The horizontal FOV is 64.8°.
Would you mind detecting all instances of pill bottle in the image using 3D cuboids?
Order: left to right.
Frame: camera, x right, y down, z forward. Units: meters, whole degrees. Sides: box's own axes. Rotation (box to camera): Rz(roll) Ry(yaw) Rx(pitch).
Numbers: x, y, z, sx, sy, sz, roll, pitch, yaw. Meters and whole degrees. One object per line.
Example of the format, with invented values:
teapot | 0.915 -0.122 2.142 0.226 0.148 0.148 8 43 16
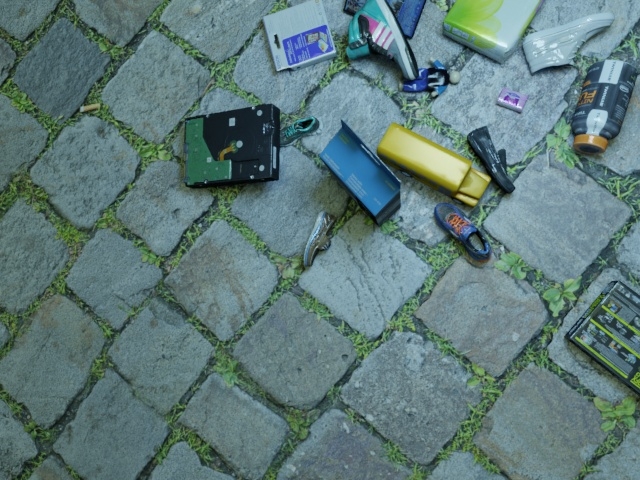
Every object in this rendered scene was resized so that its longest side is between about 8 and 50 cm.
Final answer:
pill bottle | 0.803 -0.375 1.444 0.130 0.130 0.246 18 87 11

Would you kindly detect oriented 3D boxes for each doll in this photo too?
doll | 0.343 -0.512 1.582 0.188 0.046 0.129 2 85 10

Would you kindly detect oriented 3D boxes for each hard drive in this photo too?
hard drive | -0.288 -0.296 1.620 0.338 0.064 0.237 -3 83 23

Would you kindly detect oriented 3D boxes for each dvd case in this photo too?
dvd case | 0.208 -0.772 1.593 0.253 0.022 0.180 27 128 11

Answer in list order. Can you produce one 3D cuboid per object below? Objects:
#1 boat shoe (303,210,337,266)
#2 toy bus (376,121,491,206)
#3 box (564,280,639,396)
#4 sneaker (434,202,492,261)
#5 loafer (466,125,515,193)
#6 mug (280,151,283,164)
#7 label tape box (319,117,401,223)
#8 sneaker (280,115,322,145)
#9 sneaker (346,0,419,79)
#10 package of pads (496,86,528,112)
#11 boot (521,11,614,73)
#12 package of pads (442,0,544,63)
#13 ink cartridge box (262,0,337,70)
boat shoe | 0.000 0.000 1.574 0.066 0.066 0.183 18 87 10
toy bus | 0.338 -0.224 1.508 0.332 0.130 0.108 30 90 12
box | 0.864 0.276 1.399 0.270 0.060 0.216 39 92 12
sneaker | 0.428 -0.033 1.494 0.221 0.087 0.083 44 92 11
loafer | 0.522 -0.243 1.506 0.078 0.076 0.223 -31 76 13
mug | -0.158 -0.264 1.632 0.062 0.064 0.078 8 86 10
label tape box | 0.115 -0.179 1.438 0.106 0.333 0.241 -42 79 3
sneaker | -0.078 -0.359 1.622 0.166 0.076 0.065 -23 80 7
sneaker | 0.175 -0.598 1.568 0.178 0.123 0.296 -27 78 23
package of pads | 0.585 -0.427 1.538 0.083 0.032 0.050 25 87 11
boot | 0.746 -0.579 1.506 0.258 0.095 0.124 -13 88 17
package of pads | 0.546 -0.719 1.542 0.229 0.101 0.297 33 90 13
ink cartridge box | -0.069 -0.676 1.670 0.208 0.045 0.206 -15 82 7
